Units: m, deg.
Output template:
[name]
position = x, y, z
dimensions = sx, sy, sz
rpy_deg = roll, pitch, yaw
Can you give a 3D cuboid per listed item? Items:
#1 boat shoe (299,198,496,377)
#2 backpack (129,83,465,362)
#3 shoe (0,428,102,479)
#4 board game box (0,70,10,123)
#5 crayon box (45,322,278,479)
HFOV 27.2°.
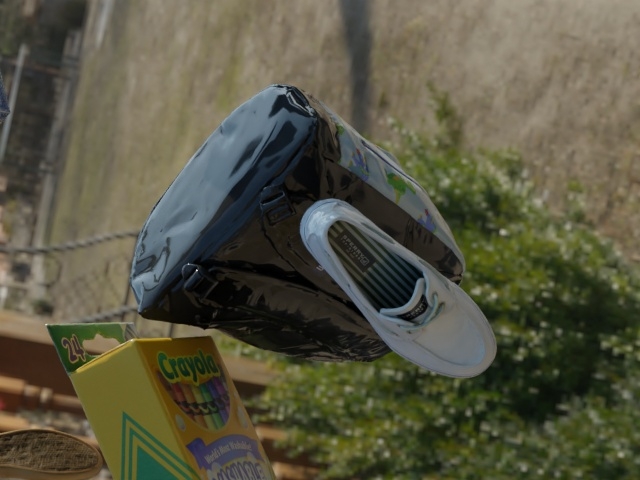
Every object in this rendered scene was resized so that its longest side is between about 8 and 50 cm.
[boat shoe]
position = 0.071, 0.054, 1.175
dimensions = 0.083, 0.226, 0.076
rpy_deg = -52, 15, 3
[backpack]
position = 0.000, 0.000, 1.452
dimensions = 0.290, 0.355, 0.273
rpy_deg = -48, 34, 18
[shoe]
position = -0.371, 0.270, 1.579
dimensions = 0.076, 0.219, 0.058
rpy_deg = -111, 35, -44
[board game box]
position = -0.379, -0.179, 1.217
dimensions = 0.060, 0.194, 0.194
rpy_deg = -28, 89, 55
[crayon box]
position = -0.131, 0.209, 1.305
dimensions = 0.323, 0.083, 0.203
rpy_deg = 64, -166, 10
